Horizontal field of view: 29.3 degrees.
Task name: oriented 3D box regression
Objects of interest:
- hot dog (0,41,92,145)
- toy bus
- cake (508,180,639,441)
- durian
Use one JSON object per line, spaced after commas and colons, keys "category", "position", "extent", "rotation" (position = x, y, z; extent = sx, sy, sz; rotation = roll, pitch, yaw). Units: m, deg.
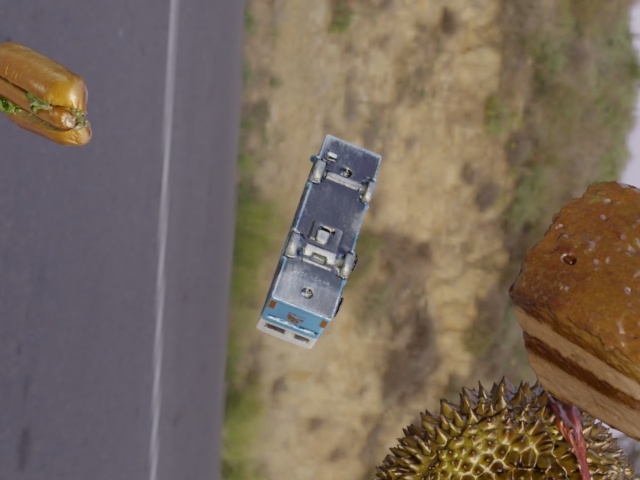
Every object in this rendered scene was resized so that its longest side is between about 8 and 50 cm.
{"category": "hot dog", "position": [-0.357, -0.180, 1.513], "extent": [0.249, 0.068, 0.100], "rotation": [29, -53, 48]}
{"category": "toy bus", "position": [0.000, 0.000, 1.750], "extent": [0.131, 0.106, 0.297], "rotation": [118, -8, -53]}
{"category": "cake", "position": [0.360, 0.099, 1.399], "extent": [0.196, 0.198, 0.293], "rotation": [-49, 143, -17]}
{"category": "durian", "position": [0.250, 0.355, 1.620], "extent": [0.347, 0.384, 0.348], "rotation": [-28, -121, 59]}
